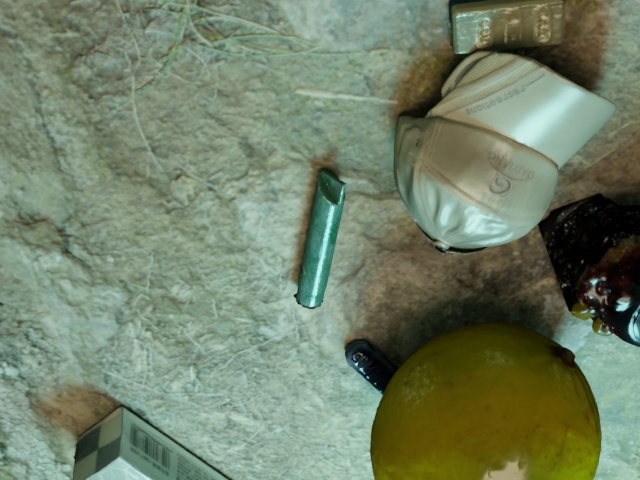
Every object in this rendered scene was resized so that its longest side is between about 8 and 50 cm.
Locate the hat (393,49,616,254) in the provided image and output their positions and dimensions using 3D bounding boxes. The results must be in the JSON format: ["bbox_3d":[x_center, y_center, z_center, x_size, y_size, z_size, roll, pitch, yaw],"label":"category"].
[{"bbox_3d":[0.209,-0.082,1.319,0.219,0.164,0.226,22,157,-23],"label":"hat"}]

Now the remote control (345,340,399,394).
[{"bbox_3d":[0.085,0.182,1.605,0.043,0.027,0.152,-40,126,12],"label":"remote control"}]

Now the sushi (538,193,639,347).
[{"bbox_3d":[0.373,0.042,1.445,0.172,0.150,0.153,-20,129,9],"label":"sushi"}]

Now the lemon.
[{"bbox_3d":[0.205,0.248,1.513,0.297,0.297,0.297,-4,130,-4],"label":"lemon"}]

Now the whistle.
[{"bbox_3d":[0.000,0.000,1.437,0.039,0.039,0.186,3,129,-10],"label":"whistle"}]

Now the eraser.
[{"bbox_3d":[-0.167,0.381,1.690,0.096,0.098,0.404,-33,125,20],"label":"eraser"}]

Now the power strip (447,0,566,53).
[{"bbox_3d":[0.194,-0.229,1.276,0.123,0.032,0.056,-6,128,-1],"label":"power strip"}]
